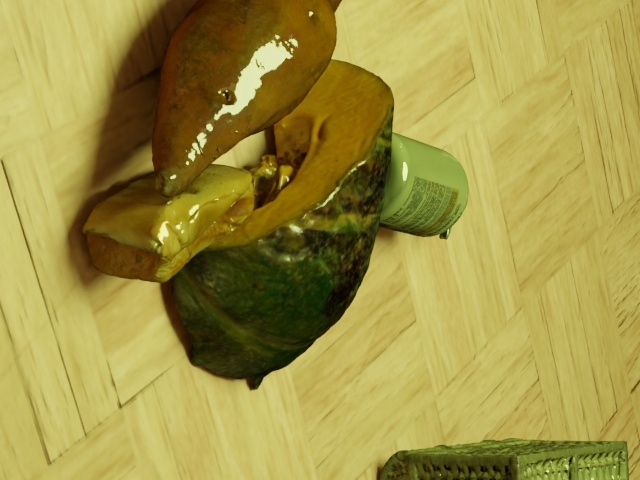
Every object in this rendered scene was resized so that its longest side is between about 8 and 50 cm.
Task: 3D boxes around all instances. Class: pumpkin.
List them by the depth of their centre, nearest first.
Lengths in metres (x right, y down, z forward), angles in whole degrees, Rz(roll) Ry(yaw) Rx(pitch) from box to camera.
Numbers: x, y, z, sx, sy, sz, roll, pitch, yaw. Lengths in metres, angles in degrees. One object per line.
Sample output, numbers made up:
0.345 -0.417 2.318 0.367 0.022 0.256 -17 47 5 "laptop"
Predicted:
0.005 -0.002 1.357 0.278 0.111 0.163 -58 139 -42 "pumpkin"

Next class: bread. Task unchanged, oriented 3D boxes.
-0.103 -0.017 1.221 0.132 0.074 0.053 -34 128 -51 "bread"

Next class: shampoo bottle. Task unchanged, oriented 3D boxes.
0.077 -0.045 1.492 0.162 0.079 0.079 12 78 -56 "shampoo bottle"

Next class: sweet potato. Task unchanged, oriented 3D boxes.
-0.044 -0.148 1.285 0.112 0.112 0.359 66 34 -31 "sweet potato"

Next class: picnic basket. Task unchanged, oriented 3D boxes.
0.159 0.242 1.541 0.196 0.154 0.134 2 84 -53 "picnic basket"
